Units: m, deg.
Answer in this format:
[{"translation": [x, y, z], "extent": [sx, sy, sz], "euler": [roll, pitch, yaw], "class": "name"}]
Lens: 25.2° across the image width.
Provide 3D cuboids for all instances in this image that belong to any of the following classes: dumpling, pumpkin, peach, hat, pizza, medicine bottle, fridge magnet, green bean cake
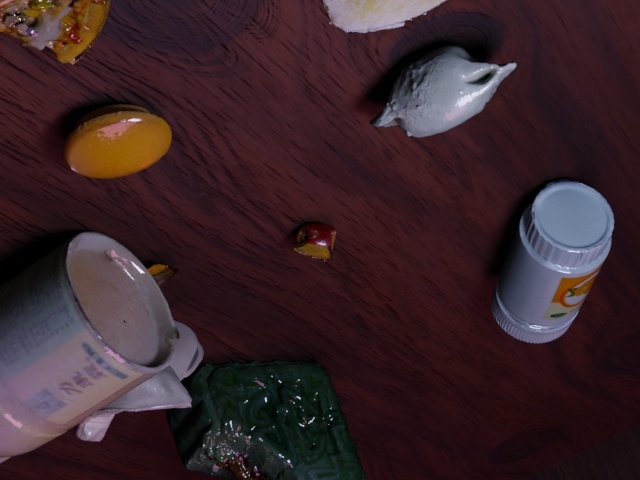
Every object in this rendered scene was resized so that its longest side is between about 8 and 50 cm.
[{"translation": [0.164, -0.211, 1.948], "extent": [0.219, 0.152, 0.108], "euler": [-18, 112, 19], "class": "dumpling"}, {"translation": [-0.269, 0.057, 2.208], "extent": [0.101, 0.035, 0.073], "euler": [-27, 163, 7], "class": "pumpkin"}, {"translation": [0.000, 0.000, 2.250], "extent": [0.077, 0.050, 0.083], "euler": [-13, 152, 44], "class": "peach"}, {"translation": [-0.302, 0.204, 2.263], "extent": [0.219, 0.226, 0.164], "euler": [-25, 141, 30], "class": "hat"}, {"translation": [-0.317, -0.266, 1.599], "extent": [0.176, 0.036, 0.184], "euler": [-1, 146, -31], "class": "pizza"}, {"translation": [-0.437, 0.183, 2.107], "extent": [0.406, 0.235, 0.236], "euler": [-33, 149, 21], "class": "medicine bottle"}, {"translation": [0.398, 0.039, 2.457], "extent": [0.158, 0.158, 0.318], "euler": [-13, 152, -12], "class": "medicine bottle"}, {"translation": [-0.263, -0.128, 1.848], "extent": [0.143, 0.063, 0.143], "euler": [-14, 152, -7], "class": "fridge magnet"}, {"translation": [-0.093, 0.373, 2.583], "extent": [0.300, 0.308, 0.169], "euler": [-1, 146, -33], "class": "green bean cake"}]

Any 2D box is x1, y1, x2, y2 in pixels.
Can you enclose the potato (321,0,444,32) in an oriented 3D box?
[{"translation": [0.112, -0.363, 1.616], "extent": [0.299, 0.116, 0.239], "euler": [-32, 151, 4], "class": "potato"}]
